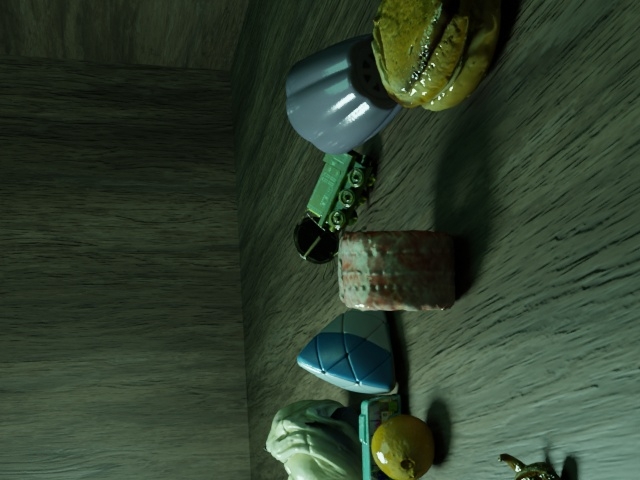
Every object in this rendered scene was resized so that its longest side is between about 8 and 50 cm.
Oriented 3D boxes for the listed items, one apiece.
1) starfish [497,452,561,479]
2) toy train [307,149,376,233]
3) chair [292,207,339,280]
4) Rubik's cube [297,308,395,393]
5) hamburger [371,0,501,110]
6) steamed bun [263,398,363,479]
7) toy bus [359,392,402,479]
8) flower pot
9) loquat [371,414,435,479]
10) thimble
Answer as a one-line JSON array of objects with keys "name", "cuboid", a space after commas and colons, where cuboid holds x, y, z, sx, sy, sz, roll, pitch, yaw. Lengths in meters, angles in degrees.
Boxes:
[{"name": "starfish", "cuboid": [0.325, 0.410, 1.146, 0.190, 0.074, 0.146, -117, 32, -58]}, {"name": "toy train", "cuboid": [0.051, -0.134, 1.960, 0.137, 0.090, 0.226, 32, 110, 22]}, {"name": "chair", "cuboid": [0.000, 0.000, 2.181, 0.326, 0.170, 0.160, 135, 132, -59]}, {"name": "Rubik's cube", "cuboid": [0.120, 0.264, 1.809, 0.254, 0.254, 0.255, -179, 90, -74]}, {"name": "hamburger", "cuboid": [0.213, -0.404, 1.389, 0.284, 0.174, 0.305, 116, 150, -53]}, {"name": "steamed bun", "cuboid": [0.015, 0.540, 1.956, 0.206, 0.275, 0.320, -48, 67, 26]}, {"name": "toy bus", "cuboid": [0.147, 0.485, 1.730, 0.091, 0.109, 0.262, 130, 140, -75]}, {"name": "flower pot", "cuboid": [0.083, -0.361, 1.770, 0.243, 0.264, 0.265, -20, 69, 59]}, {"name": "loquat", "cuboid": [0.174, 0.436, 1.578, 0.141, 0.141, 0.141, -179, 90, -74]}, {"name": "thimble", "cuboid": [0.150, 0.055, 1.501, 0.239, 0.239, 0.162, 177, 94, -74]}]
